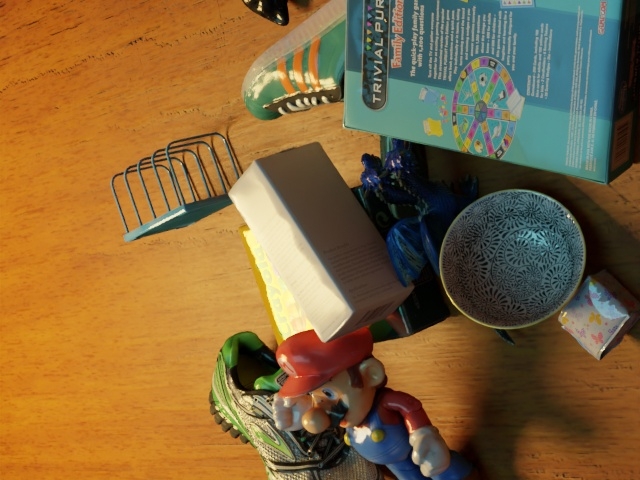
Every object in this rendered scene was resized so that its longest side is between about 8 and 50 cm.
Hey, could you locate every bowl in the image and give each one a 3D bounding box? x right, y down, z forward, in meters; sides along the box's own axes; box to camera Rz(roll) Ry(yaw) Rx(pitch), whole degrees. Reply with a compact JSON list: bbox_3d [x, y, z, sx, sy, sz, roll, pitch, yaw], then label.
[{"bbox_3d":[0.230,0.032,1.768,0.170,0.080,0.170,-6,70,15],"label":"bowl"}]

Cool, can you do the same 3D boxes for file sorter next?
[{"bbox_3d":[-0.209,-0.078,2.198,0.170,0.118,0.104,-24,84,49],"label":"file sorter"}]

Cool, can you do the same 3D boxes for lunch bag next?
[{"bbox_3d":[0.319,0.086,1.735,0.071,0.053,0.083,46,124,22],"label":"lunch bag"}]

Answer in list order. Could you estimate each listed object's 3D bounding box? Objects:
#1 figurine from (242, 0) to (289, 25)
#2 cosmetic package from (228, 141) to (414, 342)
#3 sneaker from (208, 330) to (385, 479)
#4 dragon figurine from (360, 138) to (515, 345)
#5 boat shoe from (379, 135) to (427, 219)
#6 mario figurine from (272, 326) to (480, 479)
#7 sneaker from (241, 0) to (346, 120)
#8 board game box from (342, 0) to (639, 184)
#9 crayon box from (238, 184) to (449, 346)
[{"bbox_3d":[-0.102,-0.411,1.978,0.209,0.092,0.215,32,127,25],"label":"figurine"},{"bbox_3d":[0.000,0.000,1.876,0.231,0.117,0.085,57,136,16],"label":"cosmetic package"},{"bbox_3d":[-0.041,0.261,2.119,0.343,0.134,0.146,38,143,31],"label":"sneaker"},{"bbox_3d":[0.137,0.006,1.830,0.085,0.144,0.289,-9,99,49],"label":"dragon figurine"},{"bbox_3d":[0.096,-0.103,1.902,0.048,0.056,0.153,12,111,52],"label":"boat shoe"},{"bbox_3d":[0.051,0.248,1.929,0.198,0.170,0.320,-36,110,18],"label":"mario figurine"},{"bbox_3d":[0.008,-0.208,1.911,0.302,0.108,0.121,-35,75,47],"label":"sneaker"},{"bbox_3d":[0.188,-0.223,1.681,0.336,0.079,0.253,15,117,30],"label":"board game box"},{"bbox_3d":[0.010,0.046,2.036,0.318,0.081,0.202,-18,93,50],"label":"crayon box"}]
